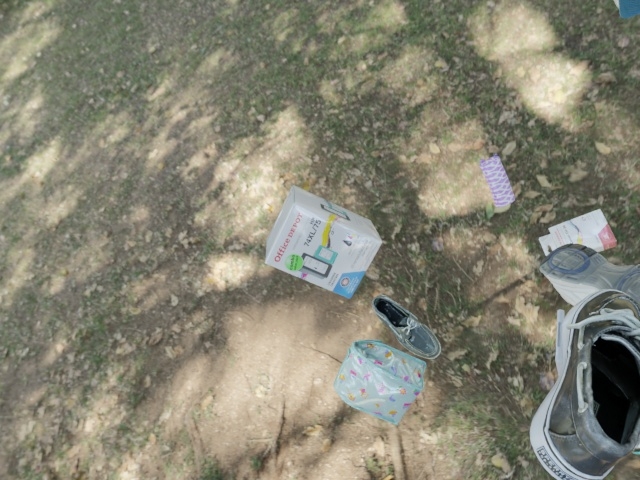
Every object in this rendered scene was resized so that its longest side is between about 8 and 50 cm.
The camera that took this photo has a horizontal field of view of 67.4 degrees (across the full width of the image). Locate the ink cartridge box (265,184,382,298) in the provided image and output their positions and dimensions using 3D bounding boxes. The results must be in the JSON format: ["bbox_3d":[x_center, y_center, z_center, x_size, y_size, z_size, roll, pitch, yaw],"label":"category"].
[{"bbox_3d":[0.000,0.000,1.390,0.198,0.270,0.197,-63,13,17],"label":"ink cartridge box"}]

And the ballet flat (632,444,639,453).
[{"bbox_3d":[0.886,0.527,1.379,0.147,0.409,0.147,-8,67,18],"label":"ballet flat"}]

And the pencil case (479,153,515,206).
[{"bbox_3d":[0.697,-0.233,1.904,0.086,0.206,0.088,-30,13,-21],"label":"pencil case"}]

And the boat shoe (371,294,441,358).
[{"bbox_3d":[0.314,0.324,1.811,0.116,0.099,0.319,-47,65,1],"label":"boat shoe"}]

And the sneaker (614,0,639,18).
[{"bbox_3d":[0.630,-0.564,0.979,0.087,0.228,0.092,-16,65,22],"label":"sneaker"}]

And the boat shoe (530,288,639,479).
[{"bbox_3d":[0.334,0.134,0.549,0.113,0.105,0.306,41,47,21],"label":"boat shoe"}]

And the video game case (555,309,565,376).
[{"bbox_3d":[0.816,0.371,1.612,0.023,0.212,0.193,-2,48,32],"label":"video game case"}]

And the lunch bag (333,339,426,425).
[{"bbox_3d":[0.190,0.465,1.622,0.262,0.160,0.223,24,123,4],"label":"lunch bag"}]

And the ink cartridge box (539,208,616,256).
[{"bbox_3d":[0.808,-0.004,1.522,0.198,0.067,0.115,-25,64,24],"label":"ink cartridge box"}]

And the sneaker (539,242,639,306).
[{"bbox_3d":[0.522,0.103,0.829,0.111,0.129,0.297,-38,25,0],"label":"sneaker"}]
